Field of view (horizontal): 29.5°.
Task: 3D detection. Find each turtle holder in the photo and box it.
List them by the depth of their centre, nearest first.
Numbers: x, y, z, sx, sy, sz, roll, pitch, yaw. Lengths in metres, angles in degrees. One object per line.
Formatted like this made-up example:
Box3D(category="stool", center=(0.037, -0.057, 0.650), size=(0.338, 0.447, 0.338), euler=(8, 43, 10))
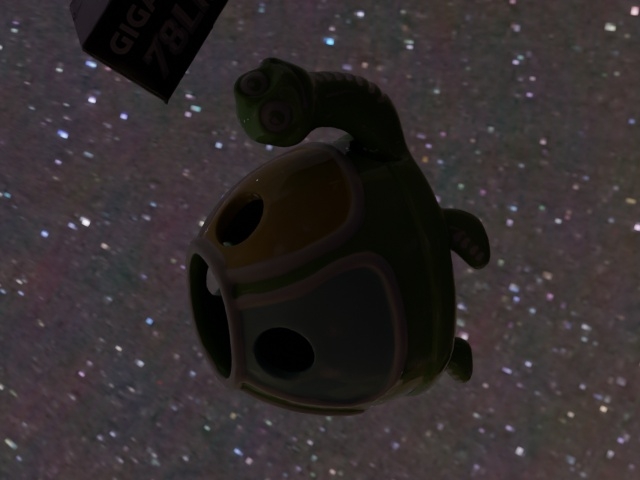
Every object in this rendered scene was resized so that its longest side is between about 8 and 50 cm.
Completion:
Box3D(category="turtle holder", center=(0.007, 0.018, 1.089), size=(0.227, 0.243, 0.320), euler=(-15, -33, -21))

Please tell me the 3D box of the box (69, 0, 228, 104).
Box3D(category="box", center=(-0.069, -0.256, 0.849), size=(0.073, 0.295, 0.293), euler=(30, -82, -18))
